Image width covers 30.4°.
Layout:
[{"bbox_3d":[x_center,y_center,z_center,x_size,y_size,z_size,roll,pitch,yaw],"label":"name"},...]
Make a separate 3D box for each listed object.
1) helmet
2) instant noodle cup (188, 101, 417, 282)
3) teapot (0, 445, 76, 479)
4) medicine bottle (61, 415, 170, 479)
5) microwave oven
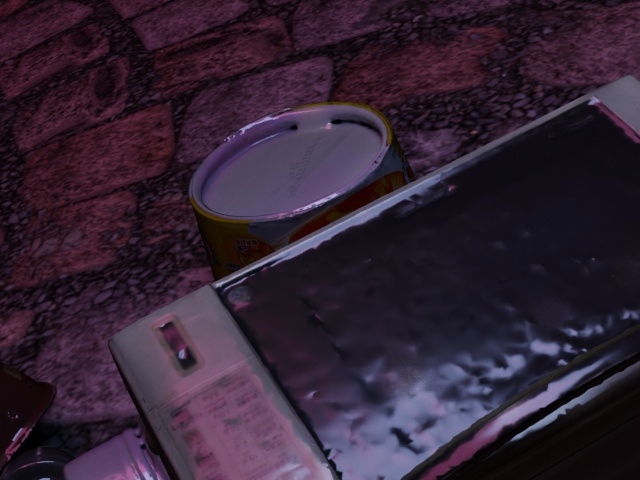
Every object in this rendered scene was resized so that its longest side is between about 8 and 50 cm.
[{"bbox_3d":[-0.349,0.169,1.151,0.155,0.106,0.175,-47,14,-3],"label":"helmet"},{"bbox_3d":[0.000,0.000,1.158,0.264,0.200,0.264,-14,34,10],"label":"instant noodle cup"},{"bbox_3d":[-0.268,0.234,1.075,0.124,0.092,0.091,-19,15,-8],"label":"teapot"},{"bbox_3d":[-0.073,0.182,0.979,0.255,0.152,0.152,-29,33,-9],"label":"medicine bottle"},{"bbox_3d":[0.106,0.124,0.777,0.394,0.333,0.247,-27,44,-13],"label":"microwave oven"}]
